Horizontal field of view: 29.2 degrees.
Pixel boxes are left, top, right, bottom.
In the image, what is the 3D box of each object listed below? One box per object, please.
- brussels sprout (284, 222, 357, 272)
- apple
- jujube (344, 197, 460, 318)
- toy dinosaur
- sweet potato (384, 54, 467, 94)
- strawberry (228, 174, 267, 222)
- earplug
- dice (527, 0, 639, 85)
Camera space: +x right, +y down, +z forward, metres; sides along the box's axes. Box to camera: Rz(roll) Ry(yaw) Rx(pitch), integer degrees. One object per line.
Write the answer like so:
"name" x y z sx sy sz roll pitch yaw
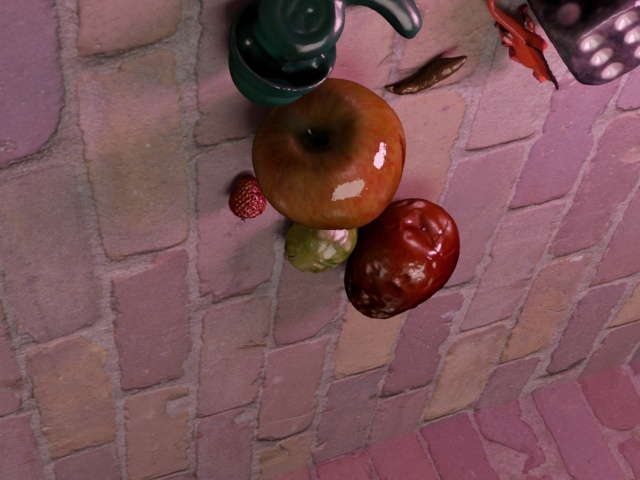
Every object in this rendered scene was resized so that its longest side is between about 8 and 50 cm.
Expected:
"brussels sprout" 0.002 0.002 2.417 0.155 0.117 0.155 -33 155 -18
"apple" 0.020 -0.136 2.061 0.264 0.264 0.264 -18 151 -10
"jujube" 0.158 0.044 2.517 0.223 0.223 0.318 -10 158 -23
"toy dinosaur" 0.355 -0.330 2.091 0.070 0.139 0.286 -30 150 10
"sweet potato" 0.189 -0.288 2.150 0.153 0.038 0.041 -23 131 17
"strawberry" -0.132 -0.079 2.236 0.073 0.073 0.083 -8 132 -27
"earplug" -0.019 -0.308 1.854 0.257 0.164 0.280 -23 170 -36
"dice" 0.459 -0.383 2.037 0.181 0.183 0.182 -32 148 19
